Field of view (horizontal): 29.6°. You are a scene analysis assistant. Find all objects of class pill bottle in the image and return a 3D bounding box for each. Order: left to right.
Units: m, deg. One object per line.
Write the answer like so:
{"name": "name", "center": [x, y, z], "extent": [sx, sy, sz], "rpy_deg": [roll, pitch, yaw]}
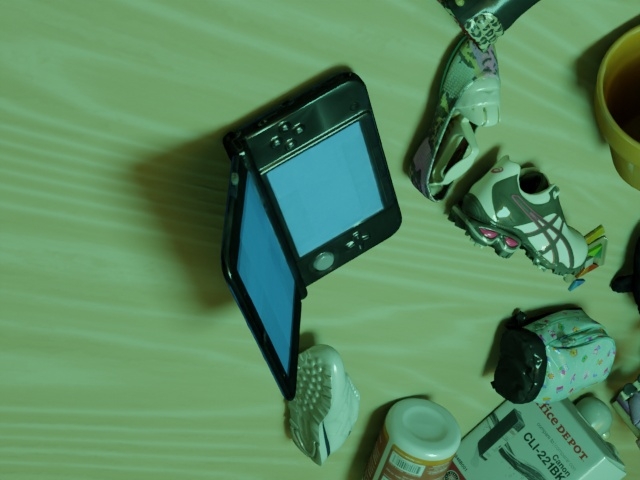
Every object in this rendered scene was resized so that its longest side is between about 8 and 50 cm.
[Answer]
{"name": "pill bottle", "center": [0.134, 0.361, 1.907], "extent": [0.121, 0.121, 0.216], "rpy_deg": [-9, 135, -31]}

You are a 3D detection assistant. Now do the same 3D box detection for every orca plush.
{"name": "orca plush", "center": [0.525, 0.066, 1.962], "extent": [0.287, 0.102, 0.151], "rpy_deg": [54, 45, -62]}

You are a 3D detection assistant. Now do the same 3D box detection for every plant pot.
{"name": "plant pot", "center": [0.456, -0.154, 1.581], "extent": [0.205, 0.205, 0.188], "rpy_deg": [-31, 157, -7]}

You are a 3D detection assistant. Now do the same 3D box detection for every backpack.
{"name": "backpack", "center": [0.371, 0.181, 1.911], "extent": [0.182, 0.115, 0.152], "rpy_deg": [-15, 135, -29]}

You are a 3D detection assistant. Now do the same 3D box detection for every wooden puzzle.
{"name": "wooden puzzle", "center": [0.410, 0.031, 1.866], "extent": [0.078, 0.014, 0.116], "rpy_deg": [-28, 142, -10]}

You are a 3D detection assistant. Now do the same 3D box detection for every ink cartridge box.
{"name": "ink cartridge box", "center": [0.341, 0.391, 2.035], "extent": [0.273, 0.197, 0.114], "rpy_deg": [-43, 141, 8]}

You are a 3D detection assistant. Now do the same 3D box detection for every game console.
{"name": "game console", "center": [0.000, 0.000, 1.393], "extent": [0.250, 0.173, 0.293], "rpy_deg": [-30, 142, -8]}

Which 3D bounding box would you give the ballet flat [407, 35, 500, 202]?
{"name": "ballet flat", "center": [0.171, -0.139, 1.456], "extent": [0.076, 0.079, 0.222], "rpy_deg": [-4, 131, -34]}

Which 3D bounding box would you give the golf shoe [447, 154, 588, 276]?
{"name": "golf shoe", "center": [0.299, -0.029, 1.653], "extent": [0.272, 0.105, 0.120], "rpy_deg": [16, 112, -46]}

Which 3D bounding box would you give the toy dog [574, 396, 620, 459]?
{"name": "toy dog", "center": [0.416, 0.451, 2.172], "extent": [0.333, 0.220, 0.161], "rpy_deg": [-36, 121, 14]}

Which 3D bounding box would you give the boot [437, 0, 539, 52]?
{"name": "boot", "center": [0.194, -0.316, 1.290], "extent": [0.178, 0.085, 0.236], "rpy_deg": [-39, 141, 8]}

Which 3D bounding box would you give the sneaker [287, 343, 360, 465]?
{"name": "sneaker", "center": [0.011, 0.216, 1.709], "extent": [0.094, 0.090, 0.235], "rpy_deg": [-31, 147, -28]}

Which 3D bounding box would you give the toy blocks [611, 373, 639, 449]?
{"name": "toy blocks", "center": [0.691, 0.302, 2.093], "extent": [0.288, 0.260, 0.309], "rpy_deg": [-36, 163, 0]}
